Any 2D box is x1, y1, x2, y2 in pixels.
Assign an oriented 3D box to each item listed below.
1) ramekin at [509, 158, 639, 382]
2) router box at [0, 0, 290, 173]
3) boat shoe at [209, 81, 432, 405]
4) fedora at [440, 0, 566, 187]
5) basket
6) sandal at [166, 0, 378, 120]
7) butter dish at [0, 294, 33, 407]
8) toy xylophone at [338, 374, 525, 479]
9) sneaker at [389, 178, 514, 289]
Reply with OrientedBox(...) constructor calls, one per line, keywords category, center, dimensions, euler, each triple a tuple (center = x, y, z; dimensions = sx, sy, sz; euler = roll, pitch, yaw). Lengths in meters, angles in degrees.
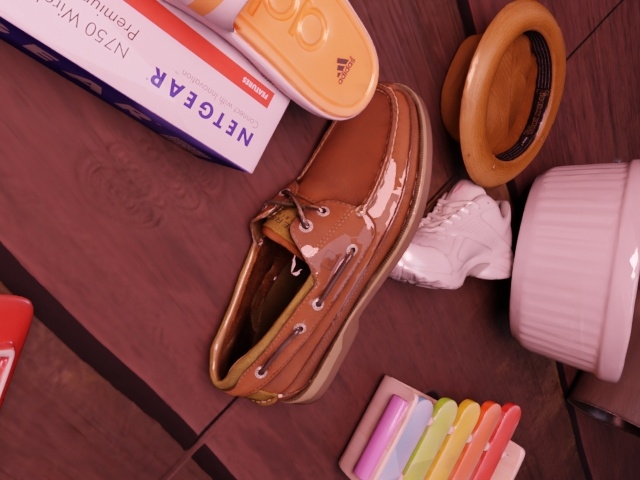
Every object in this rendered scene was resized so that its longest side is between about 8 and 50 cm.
OrientedBox(category="ramekin", center=(0.321, 0.030, 0.717), dimensions=(0.273, 0.127, 0.273), euler=(-28, 122, -57))
OrientedBox(category="router box", center=(-0.112, -0.250, 0.335), dimensions=(0.335, 0.082, 0.301), euler=(31, 84, -42))
OrientedBox(category="boat shoe", center=(0.000, 0.000, 0.494), dimensions=(0.104, 0.110, 0.308), euler=(18, 92, -43))
OrientedBox(category="fedora", center=(0.185, -0.156, 0.619), dimensions=(0.194, 0.079, 0.195), euler=(-20, 123, -35))
OrientedBox(category="basket", center=(0.554, 0.212, 1.011), dimensions=(0.204, 0.154, 0.227), euler=(34, 78, -39))
OrientedBox(category="sandal", center=(-0.028, -0.160, 0.327), dimensions=(0.265, 0.076, 0.102), euler=(31, 84, -42))
OrientedBox(category="butter dish", center=(-0.261, 0.092, 0.309), dimensions=(0.160, 0.118, 0.160), euler=(41, 66, -82))
OrientedBox(category="toy xylophone", center=(0.130, 0.291, 0.720), dimensions=(0.322, 0.081, 0.236), euler=(24, 89, -42))
OrientedBox(category="sneaker", center=(0.139, -0.011, 0.636), dimensions=(0.232, 0.090, 0.115), euler=(-5, 101, -48))
